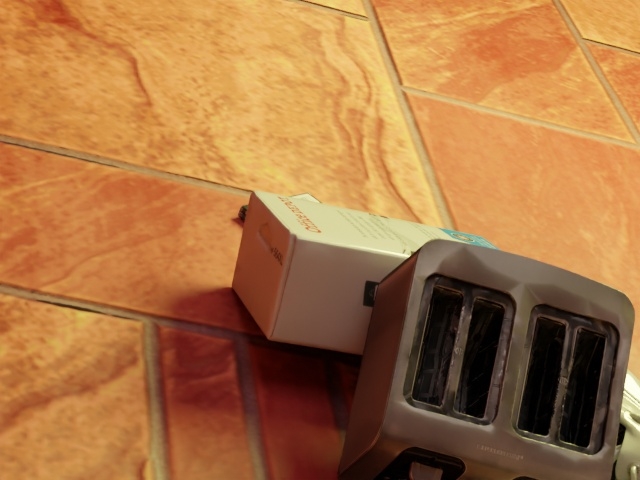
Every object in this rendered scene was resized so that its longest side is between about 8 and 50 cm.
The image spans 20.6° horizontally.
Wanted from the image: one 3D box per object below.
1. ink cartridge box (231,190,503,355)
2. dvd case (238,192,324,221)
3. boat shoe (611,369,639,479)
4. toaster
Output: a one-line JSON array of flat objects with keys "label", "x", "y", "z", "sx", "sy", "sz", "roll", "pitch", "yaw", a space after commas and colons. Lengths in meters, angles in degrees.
[{"label": "ink cartridge box", "x": 0.047, "y": 0.034, "z": 1.338, "sx": 0.203, "sy": 0.086, "sz": 0.148, "roll": 11, "pitch": 12, "yaw": -16}, {"label": "dvd case", "x": 0.000, "y": 0.000, "z": 1.480, "sx": 0.119, "sy": 0.013, "sz": 0.087, "roll": 39, "pitch": 32, "yaw": 29}, {"label": "boat shoe", "x": 0.234, "y": 0.169, "z": 1.252, "sx": 0.088, "sy": 0.096, "sz": 0.267, "roll": -5, "pitch": 35, "yaw": -32}, {"label": "toaster", "x": 0.117, "y": 0.095, "z": 1.202, "sx": 0.168, "sy": 0.110, "sz": 0.185, "roll": 17, "pitch": 69, "yaw": -9}]
